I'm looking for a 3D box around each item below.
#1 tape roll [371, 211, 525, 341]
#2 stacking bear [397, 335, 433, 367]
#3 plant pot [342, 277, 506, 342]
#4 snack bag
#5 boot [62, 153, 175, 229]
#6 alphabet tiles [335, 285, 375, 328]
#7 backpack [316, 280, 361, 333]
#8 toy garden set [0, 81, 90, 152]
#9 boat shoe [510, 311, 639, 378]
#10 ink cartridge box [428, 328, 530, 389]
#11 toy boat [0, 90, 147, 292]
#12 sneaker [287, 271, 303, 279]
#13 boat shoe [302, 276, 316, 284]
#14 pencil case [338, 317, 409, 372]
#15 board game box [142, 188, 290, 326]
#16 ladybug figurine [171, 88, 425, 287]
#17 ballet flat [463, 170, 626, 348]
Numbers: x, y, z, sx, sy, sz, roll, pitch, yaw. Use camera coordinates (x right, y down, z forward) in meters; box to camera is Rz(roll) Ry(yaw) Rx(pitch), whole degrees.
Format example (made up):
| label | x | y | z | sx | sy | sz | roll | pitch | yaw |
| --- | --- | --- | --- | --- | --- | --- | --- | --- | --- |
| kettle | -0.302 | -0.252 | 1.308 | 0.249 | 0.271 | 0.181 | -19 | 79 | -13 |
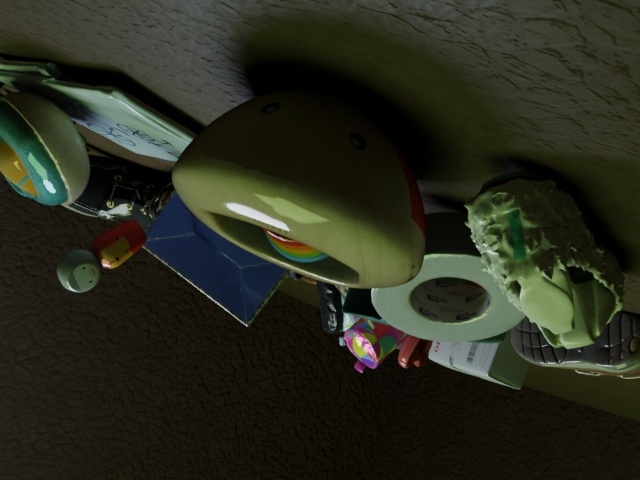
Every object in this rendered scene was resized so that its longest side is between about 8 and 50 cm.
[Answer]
| label | x | y | z | sx | sy | sz | roll | pitch | yaw |
| --- | --- | --- | --- | --- | --- | --- | --- | --- | --- |
| tape roll | 0.181 | 0.056 | 1.289 | 0.219 | 0.072 | 0.219 | 5 | 144 | 4 |
| stacking bear | 0.132 | 0.150 | 2.135 | 0.289 | 0.164 | 0.175 | 30 | -174 | 22 |
| plant pot | 0.191 | 0.078 | 1.498 | 0.234 | 0.165 | 0.166 | 20 | 173 | -19 |
| snack bag | -0.309 | -0.192 | 1.449 | 0.342 | 0.037 | 0.323 | 15 | 171 | 42 |
| boot | -0.374 | -0.086 | 1.964 | 0.377 | 0.138 | 0.284 | 22 | 174 | -32 |
| alphabet tiles | 0.014 | 0.037 | 1.648 | 0.198 | 0.009 | 0.237 | 48 | 170 | 36 |
| backpack | 0.092 | 0.124 | 1.980 | 0.182 | 0.152 | 0.115 | -12 | -154 | -14 |
| toy garden set | -0.520 | -0.232 | 1.668 | 0.244 | 0.049 | 0.204 | 24 | 171 | 14 |
| boat shoe | 0.460 | 0.181 | 1.601 | 0.116 | 0.123 | 0.324 | 24 | 174 | -28 |
| ink cartridge box | 0.337 | 0.200 | 1.897 | 0.092 | 0.160 | 0.219 | 25 | 172 | -24 |
| toy boat | -0.415 | -0.078 | 1.440 | 0.318 | 0.148 | 0.267 | 54 | 161 | -1 |
| sneaker | -0.092 | 0.051 | 2.237 | 0.147 | 0.104 | 0.296 | 26 | 168 | 7 |
| boat shoe | 0.026 | 0.089 | 2.301 | 0.207 | 0.073 | 0.073 | 18 | 169 | 28 |
| pencil case | 0.149 | 0.159 | 1.867 | 0.104 | 0.236 | 0.104 | 37 | 148 | 28 |
| board game box | -0.162 | 0.009 | 1.629 | 0.232 | 0.141 | 0.291 | 37 | -176 | -1 |
| ladybug figurine | -0.011 | -0.057 | 1.093 | 0.305 | 0.162 | 0.449 | 21 | 172 | 2 |
| ballet flat | 0.271 | 0.056 | 1.082 | 0.147 | 0.147 | 0.409 | 16 | 170 | 35 |
